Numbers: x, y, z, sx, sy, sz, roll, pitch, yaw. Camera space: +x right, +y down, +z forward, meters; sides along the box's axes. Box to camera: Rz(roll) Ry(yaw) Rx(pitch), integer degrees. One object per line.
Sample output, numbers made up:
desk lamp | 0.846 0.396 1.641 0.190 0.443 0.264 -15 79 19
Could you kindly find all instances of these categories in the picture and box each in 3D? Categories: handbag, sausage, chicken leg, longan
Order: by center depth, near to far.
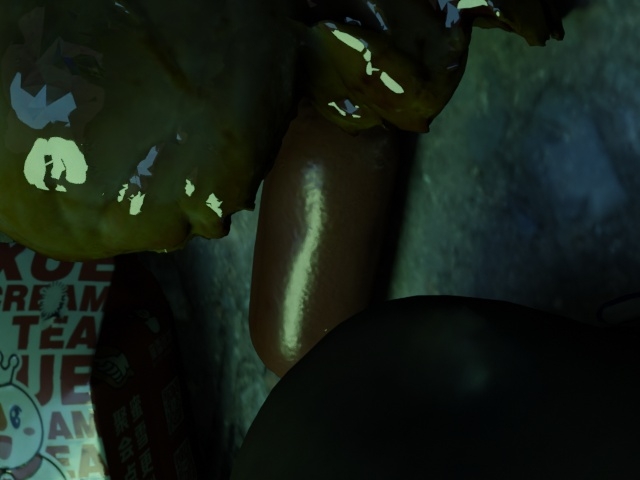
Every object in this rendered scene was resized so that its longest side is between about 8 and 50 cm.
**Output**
longan | 0.095 0.173 0.627 0.350 0.288 0.288 30 127 39
chicken leg | -0.018 -0.176 0.695 0.295 0.182 0.409 11 87 9
sausage | 0.000 0.000 0.816 0.077 0.077 0.194 33 125 35
handbag | -0.187 0.141 0.983 0.171 0.151 0.298 -6 105 19

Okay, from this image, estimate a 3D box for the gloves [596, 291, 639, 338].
gloves | 0.161 0.054 0.695 0.064 0.026 0.086 48 148 15
